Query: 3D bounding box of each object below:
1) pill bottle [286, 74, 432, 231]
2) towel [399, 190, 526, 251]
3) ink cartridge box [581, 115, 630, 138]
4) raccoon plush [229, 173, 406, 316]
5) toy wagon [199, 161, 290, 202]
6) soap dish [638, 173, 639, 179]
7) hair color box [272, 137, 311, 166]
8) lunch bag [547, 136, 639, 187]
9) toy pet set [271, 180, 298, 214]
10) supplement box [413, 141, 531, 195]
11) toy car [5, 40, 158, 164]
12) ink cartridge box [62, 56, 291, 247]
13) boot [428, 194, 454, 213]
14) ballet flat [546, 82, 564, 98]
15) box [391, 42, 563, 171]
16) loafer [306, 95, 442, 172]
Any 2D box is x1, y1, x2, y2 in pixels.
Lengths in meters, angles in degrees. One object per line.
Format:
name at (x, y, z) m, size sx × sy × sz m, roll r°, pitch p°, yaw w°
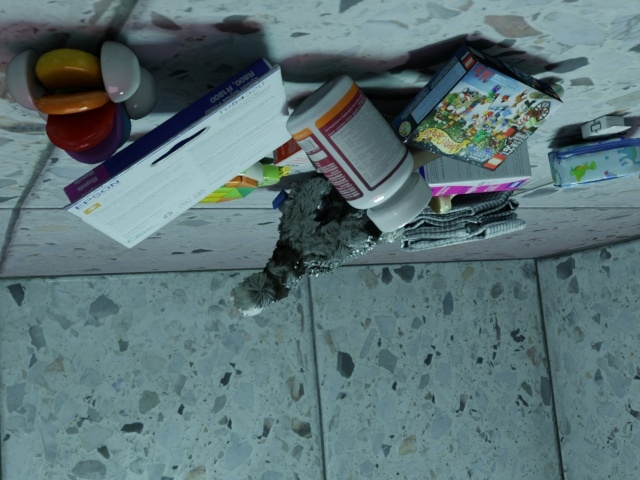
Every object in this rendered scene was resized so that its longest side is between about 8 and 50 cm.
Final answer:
pill bottle at (0.061, -0.125, 1.189) m, size 0.121 × 0.221 × 0.121 m, roll -37°, pitch -162°, yaw 14°
towel at (0.377, -0.056, 2.183) m, size 0.283 × 0.121 × 0.235 m, roll -11°, pitch -179°, yaw 44°
ink cartridge box at (0.556, -0.222, 1.567) m, size 0.048 × 0.028 × 0.083 m, roll -3°, pitch 172°, yaw -26°
raccoon plush at (0.000, 0.000, 1.915) m, size 0.446 × 0.216 × 0.299 m, roll -31°, pitch 164°, yaw 14°
toy wagon at (-0.218, -0.126, 1.610) m, size 0.344 × 0.068 × 0.267 m, roll -2°, pitch 171°, yaw -23°
soap dish at (0.884, -0.178, 1.770) m, size 0.229 × 0.118 × 0.290 m, roll 3°, pitch 169°, yaw -45°
hair color box at (-0.027, -0.174, 1.487) m, size 0.072 × 0.043 × 0.141 m, roll 0°, pitch 169°, yaw -31°
lunch bag at (0.572, -0.162, 1.673) m, size 0.176 × 0.090 × 0.219 m, roll -8°, pitch -177°, yaw 12°
toy pet set at (-0.057, -0.111, 1.925) m, size 0.114 × 0.065 × 0.122 m, roll -49°, pitch 160°, yaw 15°
supplement box at (0.285, -0.156, 1.576) m, size 0.220 × 0.114 × 0.111 m, roll -6°, pitch 171°, yaw -5°
toy car at (-0.298, -0.168, 1.026) m, size 0.159 × 0.136 × 0.182 m, roll -6°, pitch 172°, yaw 4°
ink cartridge box at (-0.194, -0.126, 1.144) m, size 0.324 × 0.071 × 0.330 m, roll -34°, pitch 171°, yaw -5°
boot at (0.303, -0.126, 1.713) m, size 0.165 × 0.077 × 0.213 m, roll -7°, pitch -157°, yaw 2°
ballet flat at (0.344, -0.222, 1.362) m, size 0.052 × 0.057 × 0.168 m, roll -33°, pitch -170°, yaw -30°
box at (0.239, -0.191, 1.208) m, size 0.233 × 0.044 × 0.159 m, roll 9°, pitch 133°, yaw -43°
loafer at (0.136, -0.160, 1.334) m, size 0.365 × 0.130 × 0.134 m, roll -4°, pitch 165°, yaw -10°
